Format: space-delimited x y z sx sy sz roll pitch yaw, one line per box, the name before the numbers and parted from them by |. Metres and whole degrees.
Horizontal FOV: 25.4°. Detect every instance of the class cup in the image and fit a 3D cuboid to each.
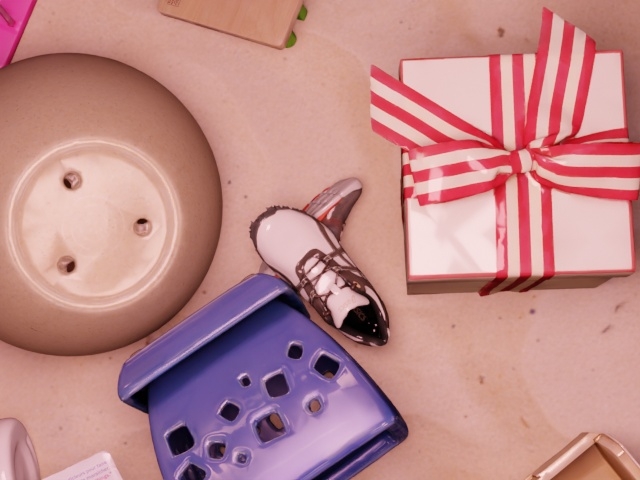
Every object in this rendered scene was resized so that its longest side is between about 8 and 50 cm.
cup | -0.243 -0.027 1.439 0.331 0.237 0.331 -2 96 -14

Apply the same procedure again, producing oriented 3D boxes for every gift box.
gift box | 0.183 -0.082 1.471 0.255 0.258 0.276 -7 84 1

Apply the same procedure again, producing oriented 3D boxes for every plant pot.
plant pot | -0.065 0.174 1.469 0.236 0.236 0.212 -35 76 -2

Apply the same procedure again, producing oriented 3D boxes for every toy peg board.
toy peg board | -0.075 -0.300 1.608 0.160 0.079 0.161 19 83 20

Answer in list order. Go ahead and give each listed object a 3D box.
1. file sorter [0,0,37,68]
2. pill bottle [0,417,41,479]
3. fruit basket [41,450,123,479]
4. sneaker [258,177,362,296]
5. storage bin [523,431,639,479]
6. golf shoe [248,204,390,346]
file sorter | -0.437 -0.289 1.556 0.202 0.182 0.291 21 84 4
pill bottle | -0.432 0.276 1.511 0.245 0.136 0.136 -11 83 1
fruit basket | -0.286 0.436 1.456 0.327 0.165 0.353 -26 90 -1
sneaker | 0.000 0.000 1.577 0.065 0.061 0.158 41 90 -16
storage bin | 0.275 0.376 1.480 0.262 0.123 0.260 -39 84 -2
golf shoe | 0.009 0.039 1.510 0.198 0.094 0.077 42 92 -21
